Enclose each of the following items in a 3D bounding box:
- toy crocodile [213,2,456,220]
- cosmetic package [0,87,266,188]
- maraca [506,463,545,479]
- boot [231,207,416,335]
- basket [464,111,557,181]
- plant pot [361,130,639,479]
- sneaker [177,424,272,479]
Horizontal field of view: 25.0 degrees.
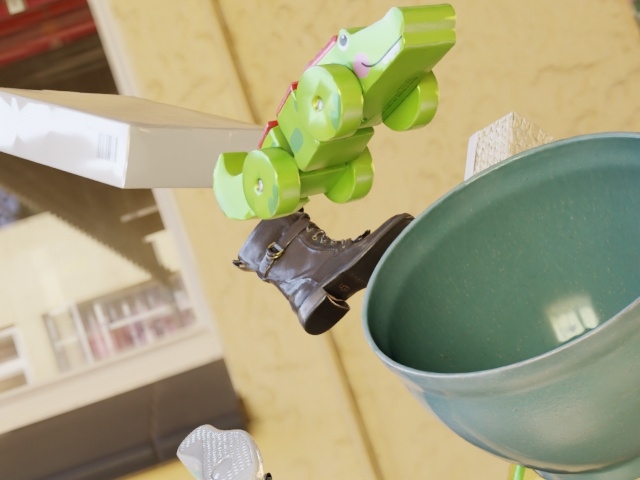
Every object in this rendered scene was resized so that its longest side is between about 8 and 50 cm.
[{"bbox_3d":[0.007,-0.109,1.287,0.115,0.105,0.340,-14,-21,-34],"label":"toy crocodile"},{"bbox_3d":[-0.282,-0.151,2.114,0.284,0.097,0.377,-4,15,-43],"label":"cosmetic package"},{"bbox_3d":[0.231,0.257,1.418,0.127,0.186,0.099,35,-25,-26],"label":"maraca"},{"bbox_3d":[0.000,0.000,2.241,0.263,0.229,0.091,-42,-40,1],"label":"boot"},{"bbox_3d":[0.303,-0.107,2.285,0.113,0.167,0.103,30,-44,-22],"label":"basket"},{"bbox_3d":[0.206,0.077,1.180,0.293,0.196,0.293,-24,28,14],"label":"plant pot"},{"bbox_3d":[-0.099,0.339,1.994,0.094,0.151,0.256,-45,17,-11],"label":"sneaker"}]
